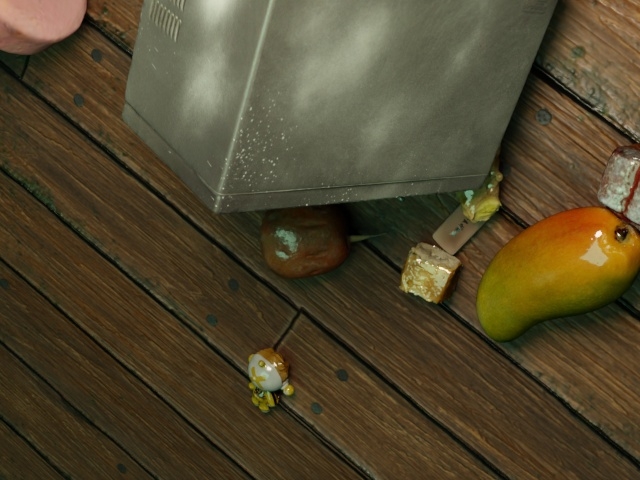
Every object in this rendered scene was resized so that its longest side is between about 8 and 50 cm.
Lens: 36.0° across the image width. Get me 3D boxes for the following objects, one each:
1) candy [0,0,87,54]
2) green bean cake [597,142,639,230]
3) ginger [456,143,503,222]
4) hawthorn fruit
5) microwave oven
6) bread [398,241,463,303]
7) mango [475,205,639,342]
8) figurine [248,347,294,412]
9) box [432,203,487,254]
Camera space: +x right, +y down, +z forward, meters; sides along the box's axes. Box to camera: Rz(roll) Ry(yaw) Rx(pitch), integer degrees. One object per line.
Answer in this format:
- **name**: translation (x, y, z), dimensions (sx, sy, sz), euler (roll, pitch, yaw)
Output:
- **candy**: translation (-0.479, -0.421, 1.550), dimensions (0.094, 0.255, 0.255), euler (-19, 102, 33)
- **green bean cake**: translation (0.485, -0.044, 1.251), dimensions (0.233, 0.199, 0.097), euler (31, 117, 32)
- **ginger**: translation (0.213, -0.134, 1.391), dimensions (0.115, 0.081, 0.205), euler (-30, 89, 22)
- **hawthorn fruit**: translation (-0.016, -0.001, 1.543), dimensions (0.189, 0.149, 0.149), euler (19, 121, 25)
- **microwave oven**: translation (0.031, -0.240, 1.179), dimensions (0.236, 0.432, 0.374), euler (44, 126, 38)
- **bread**: translation (0.170, 0.049, 1.509), dimensions (0.083, 0.077, 0.070), euler (26, 112, 17)
- **mango**: translation (0.325, 0.044, 1.381), dimensions (0.289, 0.129, 0.146), euler (-28, 112, 41)
- **figurine**: translation (-0.101, 0.250, 1.765), dimensions (0.101, 0.068, 0.143), euler (53, 144, 6)
- **box**: translation (0.216, -0.029, 1.472), dimensions (0.048, 0.025, 0.115), euler (43, 126, 3)
